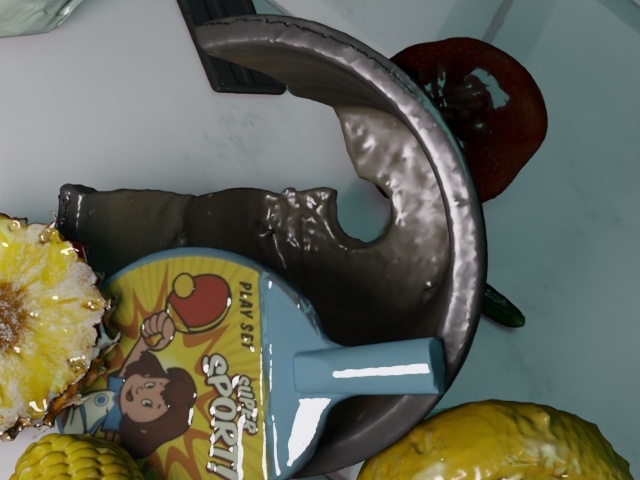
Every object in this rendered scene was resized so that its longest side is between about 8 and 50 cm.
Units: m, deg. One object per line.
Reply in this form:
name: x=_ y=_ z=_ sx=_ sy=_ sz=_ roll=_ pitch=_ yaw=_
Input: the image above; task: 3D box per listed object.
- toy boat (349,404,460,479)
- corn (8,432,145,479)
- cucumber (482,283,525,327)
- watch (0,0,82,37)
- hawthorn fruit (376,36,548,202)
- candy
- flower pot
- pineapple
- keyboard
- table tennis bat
toy boat: x=0.161 y=0.229 z=1.377 sx=0.290 sy=0.100 sz=0.199 roll=22 pitch=48 yaw=-24
corn: x=-0.144 y=0.274 z=1.053 sx=0.120 sy=0.120 sz=0.363 roll=10 pitch=34 yaw=-30
cucumber: x=0.138 y=0.041 z=1.556 sx=0.184 sy=0.033 sz=0.036 roll=29 pitch=20 yaw=-15
watch: x=-0.305 y=-0.319 z=1.437 sx=0.241 sy=0.162 sz=0.253 roll=54 pitch=44 yaw=1
hawthorn fruit: x=0.150 y=-0.125 z=1.608 sx=0.189 sy=0.189 sz=0.251 roll=54 pitch=25 yaw=12
candy: x=0.144 y=0.249 z=1.238 sx=0.260 sy=0.260 sz=0.118 roll=22 pitch=27 yaw=-21
flower pot: x=0.000 y=0.000 z=1.300 sx=0.379 sy=0.379 sz=0.251 roll=51 pitch=22 yaw=9
pineapple: x=-0.265 y=0.070 z=1.181 sx=0.221 sy=0.047 sz=0.221 roll=1 pitch=67 yaw=-3
keyboard: x=-0.135 y=-0.317 z=1.642 sx=0.103 sy=0.041 sz=0.381 roll=-1 pitch=65 yaw=-38
table tennis bat: x=-0.065 y=0.108 z=1.177 sx=0.044 sy=0.329 sz=0.215 roll=21 pitch=66 yaw=-67
